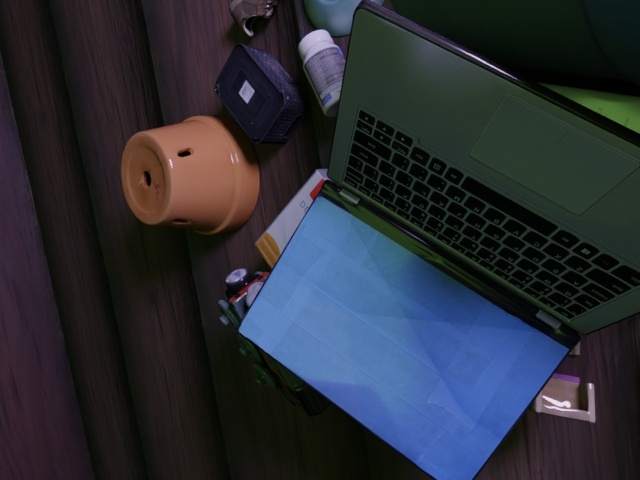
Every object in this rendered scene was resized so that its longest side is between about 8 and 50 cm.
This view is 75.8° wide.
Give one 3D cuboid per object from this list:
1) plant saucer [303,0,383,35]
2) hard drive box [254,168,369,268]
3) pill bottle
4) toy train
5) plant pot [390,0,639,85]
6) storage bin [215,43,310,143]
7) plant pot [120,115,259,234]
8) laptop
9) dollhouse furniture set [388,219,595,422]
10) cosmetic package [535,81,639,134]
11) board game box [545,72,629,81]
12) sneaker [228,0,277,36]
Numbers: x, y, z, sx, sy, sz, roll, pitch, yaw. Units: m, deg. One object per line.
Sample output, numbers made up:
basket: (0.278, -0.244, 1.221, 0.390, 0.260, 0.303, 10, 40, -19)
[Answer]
plant saucer: (0.034, -0.473, 0.731, 0.195, 0.037, 0.195, 8, 103, 35)
hard drive box: (0.000, 0.000, 0.820, 0.232, 0.089, 0.181, -46, 73, 33)
pill bottle: (0.015, -0.306, 0.753, 0.078, 0.078, 0.137, -29, 82, 37)
toy train: (-0.079, 0.204, 0.835, 0.190, 0.142, 0.334, 13, 133, 49)
plant pot: (0.250, -0.297, 0.363, 0.334, 0.341, 0.341, 38, 124, 58)
storage bin: (-0.123, -0.299, 0.853, 0.180, 0.084, 0.122, 53, 125, 15)
plant pot: (-0.315, -0.147, 0.951, 0.291, 0.203, 0.291, 8, 103, 36)
laptop: (0.111, 0.061, 0.449, 0.382, 0.236, 0.408, 33, 154, 12)
dollhouse furniture set: (0.250, 0.104, 0.674, 0.286, 0.198, 0.303, 6, 72, 14)
cosmetic package: (0.268, -0.113, 0.523, 0.385, 0.217, 0.156, 24, 113, 28)
board game box: (0.397, -0.272, 0.498, 0.193, 0.045, 0.147, 22, 112, 31)
sneaker: (-0.106, -0.491, 0.825, 0.188, 0.066, 0.071, -22, 103, 42)
